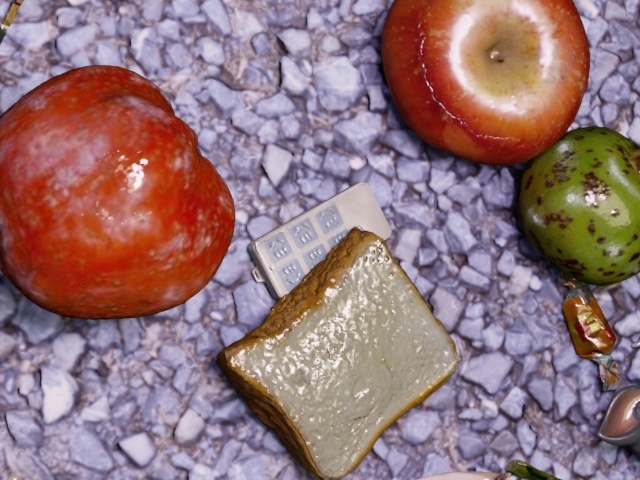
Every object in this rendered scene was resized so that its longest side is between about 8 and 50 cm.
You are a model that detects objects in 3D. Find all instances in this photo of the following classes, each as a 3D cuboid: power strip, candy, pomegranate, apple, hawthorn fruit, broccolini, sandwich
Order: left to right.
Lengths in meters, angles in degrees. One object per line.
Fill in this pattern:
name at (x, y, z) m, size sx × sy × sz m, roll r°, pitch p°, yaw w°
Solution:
hawthorn fruit at (-0.241, -0.049, 1.629) m, size 0.284 × 0.284 × 0.284 m, roll 2°, pitch 84°, yaw -22°
power strip at (0.000, 0.000, 1.830) m, size 0.192 × 0.035 × 0.081 m, roll -30°, pitch 96°, yaw -21°
sandwich at (0.029, 0.143, 1.785) m, size 0.251 × 0.087 × 0.226 m, roll -41°, pitch 112°, yaw -18°
apple at (0.201, -0.226, 1.848) m, size 0.272 × 0.206 × 0.251 m, roll 45°, pitch 81°, yaw -9°
candy at (0.358, 0.116, 1.957) m, size 0.053 × 0.046 × 0.182 m, roll -21°, pitch 91°, yaw -25°
broccolini at (0.364, 0.330, 1.934) m, size 0.254 × 0.057 × 0.071 m, roll 20°, pitch 44°, yaw -22°
pomegranate at (0.369, -0.059, 1.881) m, size 0.211 × 0.263 × 0.211 m, roll 34°, pitch 35°, yaw -28°

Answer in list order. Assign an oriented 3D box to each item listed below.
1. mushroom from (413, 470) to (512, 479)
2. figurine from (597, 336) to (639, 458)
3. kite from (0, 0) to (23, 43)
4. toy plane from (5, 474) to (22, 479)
mushroom at (0.152, 0.388, 1.815) m, size 0.173 × 0.162 × 0.236 m, roll 3°, pitch 90°, yaw 22°
figurine at (0.469, 0.180, 1.950) m, size 0.193 × 0.140 × 0.265 m, roll 27°, pitch 60°, yaw -41°
kite at (-0.427, -0.218, 1.690) m, size 0.152 × 0.015 × 0.285 m, roll 28°, pitch 75°, yaw -17°
toy plane at (-0.286, 0.353, 1.647) m, size 0.286 × 0.108 × 0.092 m, roll 44°, pitch 69°, yaw -26°
